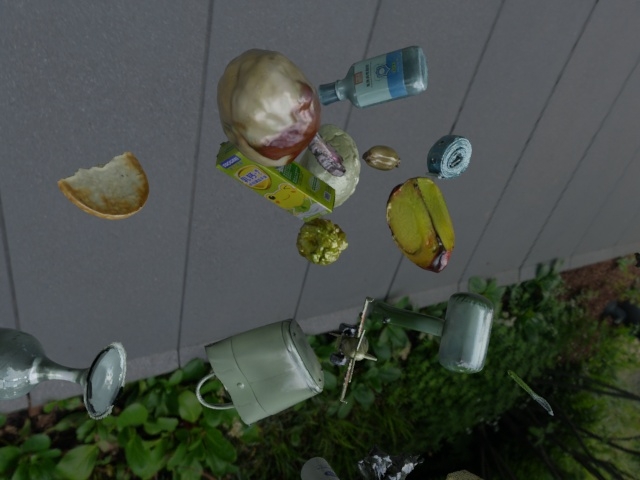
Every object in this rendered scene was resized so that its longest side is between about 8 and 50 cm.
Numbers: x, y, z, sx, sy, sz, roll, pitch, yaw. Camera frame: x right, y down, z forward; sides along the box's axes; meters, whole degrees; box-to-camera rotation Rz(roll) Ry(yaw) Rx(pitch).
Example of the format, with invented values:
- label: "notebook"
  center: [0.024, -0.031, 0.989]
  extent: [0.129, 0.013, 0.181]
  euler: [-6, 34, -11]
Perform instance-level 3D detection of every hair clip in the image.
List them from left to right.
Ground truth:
- label: "hair clip"
  center: [-0.011, -0.306, 1.528]
  extent: [0.069, 0.173, 0.300]
  euler: [-24, 138, 13]

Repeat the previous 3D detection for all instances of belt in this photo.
- label: "belt"
  center: [0.433, -0.283, 1.722]
  extent: [0.162, 0.082, 0.148]
  euler: [-5, 106, -40]

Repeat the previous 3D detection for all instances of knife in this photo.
- label: "knife"
  center: [0.668, 0.480, 1.616]
  extent: [0.026, 0.184, 0.022]
  euler: [-36, 163, -36]

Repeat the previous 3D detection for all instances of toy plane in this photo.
- label: "toy plane"
  center: [0.076, 0.246, 1.196]
  extent: [0.103, 0.256, 0.242]
  euler: [15, 88, -7]

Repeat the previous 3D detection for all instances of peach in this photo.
- label: "peach"
  center: [0.289, -0.042, 1.439]
  extent: [0.158, 0.268, 0.153]
  euler: [-25, 180, 43]

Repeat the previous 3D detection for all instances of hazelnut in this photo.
- label: "hazelnut"
  center: [-0.106, -0.297, 1.111]
  extent: [0.241, 0.261, 0.261]
  euler: [-42, 142, -22]

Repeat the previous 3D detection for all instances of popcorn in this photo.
- label: "popcorn"
  center: [0.001, 0.002, 1.995]
  extent: [0.198, 0.197, 0.155]
  euler: [-56, 161, 19]

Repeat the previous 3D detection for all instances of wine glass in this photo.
- label: "wine glass"
  center: [-0.530, 0.237, 0.937]
  extent: [0.320, 0.144, 0.144]
  euler: [6, 131, 4]

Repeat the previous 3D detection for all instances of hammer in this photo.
- label: "hammer"
  center: [0.282, 0.220, 1.357]
  extent: [0.118, 0.335, 0.207]
  euler: [13, 87, -58]

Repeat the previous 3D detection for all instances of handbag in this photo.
- label: "handbag"
  center: [-0.163, 0.331, 1.265]
  extent: [0.315, 0.109, 0.241]
  euler: [-24, 100, 16]

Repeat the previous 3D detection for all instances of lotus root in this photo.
- label: "lotus root"
  center: [0.182, -0.240, 1.484]
  extent: [0.150, 0.062, 0.073]
  euler: [4, 123, -40]

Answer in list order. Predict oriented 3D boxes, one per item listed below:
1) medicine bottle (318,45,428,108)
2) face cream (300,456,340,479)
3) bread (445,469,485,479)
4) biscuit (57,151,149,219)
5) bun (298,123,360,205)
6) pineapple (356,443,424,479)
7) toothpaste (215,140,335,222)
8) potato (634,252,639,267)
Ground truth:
- label: "medicine bottle"
  center: [0.095, -0.298, 0.957]
  extent: [0.208, 0.090, 0.053]
  euler: [-7, 172, 28]
- label: "face cream"
  center: [0.028, 0.580, 1.135]
  extent: [0.077, 0.250, 0.078]
  euler: [-2, 97, -20]
- label: "bread"
  center: [0.279, 0.516, 0.992]
  extent: [0.084, 0.080, 0.109]
  euler: [20, 87, -41]
- label: "biscuit"
  center: [-0.665, -0.163, 1.629]
  extent: [0.040, 0.205, 0.309]
  euler: [-33, -172, 35]
- label: "bun"
  center: [0.031, -0.255, 1.942]
  extent: [0.227, 0.352, 0.349]
  euler: [23, 88, -11]
- label: "pineapple"
  center: [0.067, 0.465, 0.672]
  extent: [0.202, 0.201, 0.363]
  euler: [29, 73, -47]
- label: "toothpaste"
  center: [-0.108, -0.160, 1.328]
  extent: [0.327, 0.077, 0.110]
  euler: [31, 148, -34]
- label: "potato"
  center: [0.606, -0.002, 0.738]
  extent: [0.098, 0.138, 0.243]
  euler: [38, 100, -30]
